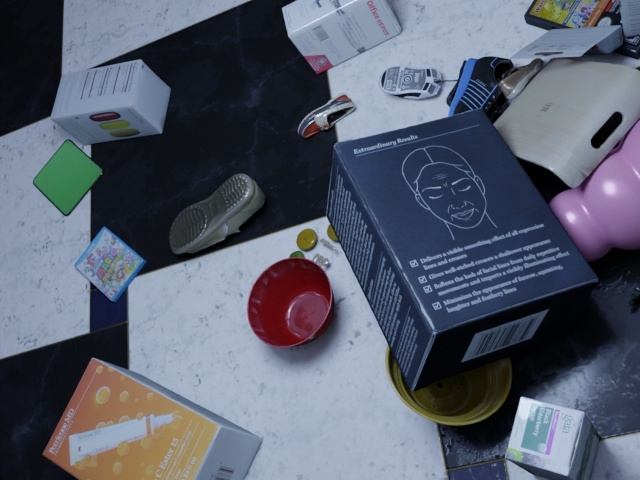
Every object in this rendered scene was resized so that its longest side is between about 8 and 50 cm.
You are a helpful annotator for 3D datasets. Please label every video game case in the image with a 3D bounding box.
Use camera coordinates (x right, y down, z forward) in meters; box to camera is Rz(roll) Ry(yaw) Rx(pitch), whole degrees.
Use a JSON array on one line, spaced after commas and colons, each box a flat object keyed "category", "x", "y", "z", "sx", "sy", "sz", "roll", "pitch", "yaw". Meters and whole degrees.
[{"category": "video game case", "x": 0.583, "y": -0.513, "z": 1.595, "sx": 0.248, "sy": 0.035, "sz": 0.275, "roll": 30, "pitch": 85, "yaw": 32}, {"category": "video game case", "x": -0.493, "y": 0.054, "z": 1.880, "sx": 0.166, "sy": 0.015, "sz": 0.119, "roll": 34, "pitch": 86, "yaw": 33}]

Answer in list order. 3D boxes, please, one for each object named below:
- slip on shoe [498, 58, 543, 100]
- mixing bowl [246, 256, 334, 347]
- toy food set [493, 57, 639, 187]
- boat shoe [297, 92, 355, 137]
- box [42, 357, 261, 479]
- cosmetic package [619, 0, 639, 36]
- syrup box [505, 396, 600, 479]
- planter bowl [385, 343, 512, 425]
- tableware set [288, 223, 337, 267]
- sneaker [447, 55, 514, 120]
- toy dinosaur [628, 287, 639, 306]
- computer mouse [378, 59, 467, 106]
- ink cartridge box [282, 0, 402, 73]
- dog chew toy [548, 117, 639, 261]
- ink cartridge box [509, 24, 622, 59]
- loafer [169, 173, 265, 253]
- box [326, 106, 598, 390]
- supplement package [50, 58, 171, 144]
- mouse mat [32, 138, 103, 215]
[{"category": "slip on shoe", "x": 0.390, "y": -0.323, "z": 1.568, "sx": 0.041, "sy": 0.051, "sz": 0.135, "roll": 42, "pitch": 60, "yaw": 1}, {"category": "mixing bowl", "x": -0.043, "y": 0.133, "z": 1.579, "sx": 0.181, "sy": 0.098, "sz": 0.181, "roll": -9, "pitch": 66, "yaw": 21}, {"category": "toy food set", "x": 0.431, "y": -0.209, "z": 1.438, "sx": 0.220, "sy": 0.092, "sz": 0.306, "roll": -48, "pitch": 24, "yaw": 0}, {"category": "boat shoe", "x": 0.012, "y": -0.266, "z": 1.758, "sx": 0.137, "sy": 0.049, "sz": 0.043, "roll": -36, "pitch": 60, "yaw": 2}, {"category": "box", "x": -0.326, "y": 0.400, "z": 1.559, "sx": 0.345, "sy": 0.168, "sz": 0.215, "roll": 18, "pitch": 78, "yaw": 31}, {"category": "cosmetic package", "x": 0.610, "y": -0.488, "z": 1.440, "sx": 0.151, "sy": 0.184, "sz": 0.151, "roll": -6, "pitch": 66, "yaw": 24}, {"category": "syrup box", "x": 0.358, "y": 0.313, "z": 1.226, "sx": 0.096, "sy": 0.237, "sz": 0.093, "roll": 10, "pitch": 74, "yaw": 29}, {"category": "planter bowl", "x": 0.214, "y": 0.235, "z": 1.396, "sx": 0.217, "sy": 0.090, "sz": 0.217, "roll": 3, "pitch": 54, "yaw": -4}, {"category": "tableware set", "x": 0.000, "y": 0.000, "z": 1.663, "sx": 0.104, "sy": 0.024, "sz": 0.154, "roll": 28, "pitch": 84, "yaw": 35}, {"category": "sneaker", "x": 0.316, "y": -0.265, "z": 1.588, "sx": 0.090, "sy": 0.081, "sz": 0.232, "roll": 4, "pitch": 69, "yaw": 35}, {"category": "toy dinosaur", "x": 0.585, "y": 0.076, "z": 1.327, "sx": 0.118, "sy": 0.064, "sz": 0.268, "roll": 20, "pitch": 76, "yaw": 24}, {"category": "computer mouse", "x": 0.219, "y": -0.331, "z": 1.690, "sx": 0.193, "sy": 0.042, "sz": 0.106, "roll": 8, "pitch": 77, "yaw": 22}, {"category": "ink cartridge box", "x": 0.048, "y": -0.483, "z": 1.766, "sx": 0.218, "sy": 0.158, "sz": 0.092, "roll": -22, "pitch": 60, "yaw": 16}, {"category": "dog chew toy", "x": 0.525, "y": -0.079, "z": 1.346, "sx": 0.332, "sy": 0.206, "sz": 0.206, "roll": -35, "pitch": 58, "yaw": 18}, {"category": "ink cartridge box", "x": 0.460, "y": -0.353, "z": 1.501, "sx": 0.145, "sy": 0.045, "sz": 0.179, "roll": 9, "pitch": 36, "yaw": 42}, {"category": "loafer", "x": -0.222, "y": -0.043, "z": 1.751, "sx": 0.268, "sy": 0.092, "sz": 0.102, "roll": -31, "pitch": 56, "yaw": 29}, {"category": "box", "x": 0.218, "y": 0.006, "z": 1.376, "sx": 0.293, "sy": 0.212, "sz": 0.395, "roll": -15, "pitch": 58, "yaw": -15}, {"category": "supplement package", "x": -0.515, "y": -0.338, "z": 1.987, "sx": 0.244, "sy": 0.139, "sz": 0.134, "roll": -5, "pitch": 65, "yaw": 25}, {"category": "mouse mat", "x": -0.646, "y": -0.163, "z": 2.053, "sx": 0.190, "sy": 0.007, "sz": 0.152, "roll": 38, "pitch": 88, "yaw": 34}]
